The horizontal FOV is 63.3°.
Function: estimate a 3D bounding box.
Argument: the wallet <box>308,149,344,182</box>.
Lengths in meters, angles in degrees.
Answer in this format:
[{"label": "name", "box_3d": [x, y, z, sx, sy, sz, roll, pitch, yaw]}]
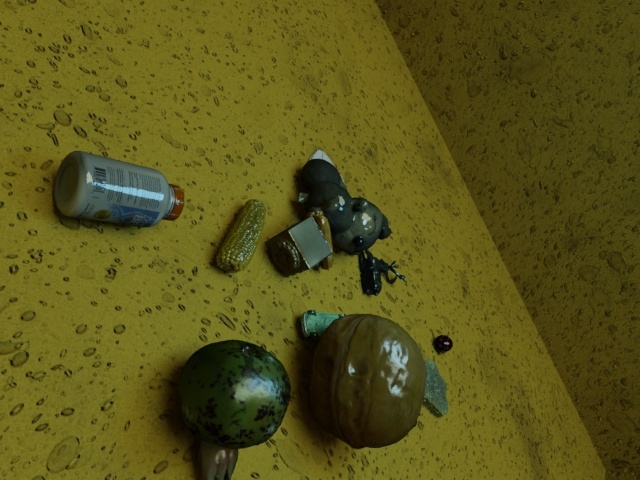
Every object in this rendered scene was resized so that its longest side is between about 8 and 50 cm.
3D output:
[{"label": "wallet", "box_3d": [0.028, -0.289, 2.157, 0.182, 0.032, 0.124, 53, 39, -16]}]

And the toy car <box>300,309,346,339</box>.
[{"label": "toy car", "box_3d": [0.017, 0.292, 1.744, 0.224, 0.076, 0.090, 13, 60, -38]}]

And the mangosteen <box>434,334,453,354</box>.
[{"label": "mangosteen", "box_3d": [0.546, 0.460, 2.307, 0.081, 0.081, 0.080, 29, 48, -38]}]

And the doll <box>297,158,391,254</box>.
[{"label": "doll", "box_3d": [0.103, -0.131, 1.977, 0.382, 0.252, 0.378, 37, 43, -41]}]

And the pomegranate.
[{"label": "pomegranate", "box_3d": [-0.217, 0.420, 1.254, 0.285, 0.285, 0.340, 13, 92, -47]}]

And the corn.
[{"label": "corn", "box_3d": [-0.236, -0.009, 1.598, 0.101, 0.102, 0.310, 46, 38, -23]}]

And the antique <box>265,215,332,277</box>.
[{"label": "antique", "box_3d": [-0.076, 0.028, 1.720, 0.148, 0.147, 0.151, -33, 95, -43]}]

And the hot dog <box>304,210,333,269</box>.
[{"label": "hot dog", "box_3d": [0.000, 0.000, 1.808, 0.068, 0.100, 0.249, -42, 142, -34]}]

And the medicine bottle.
[{"label": "medicine bottle", "box_3d": [-0.488, -0.117, 1.295, 0.289, 0.157, 0.156, 10, 61, -48]}]

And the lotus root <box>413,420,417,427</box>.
[{"label": "lotus root", "box_3d": [0.271, 0.563, 1.850, 0.260, 0.129, 0.145, 63, 26, -4]}]

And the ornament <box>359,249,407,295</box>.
[{"label": "ornament", "box_3d": [0.266, 0.155, 2.137, 0.236, 0.080, 0.202, 24, 48, -42]}]

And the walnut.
[{"label": "walnut", "box_3d": [0.133, 0.419, 1.561, 0.308, 0.354, 0.397, 18, 70, -42]}]

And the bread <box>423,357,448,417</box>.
[{"label": "bread", "box_3d": [0.442, 0.578, 2.119, 0.286, 0.056, 0.207, 43, 42, -28]}]
